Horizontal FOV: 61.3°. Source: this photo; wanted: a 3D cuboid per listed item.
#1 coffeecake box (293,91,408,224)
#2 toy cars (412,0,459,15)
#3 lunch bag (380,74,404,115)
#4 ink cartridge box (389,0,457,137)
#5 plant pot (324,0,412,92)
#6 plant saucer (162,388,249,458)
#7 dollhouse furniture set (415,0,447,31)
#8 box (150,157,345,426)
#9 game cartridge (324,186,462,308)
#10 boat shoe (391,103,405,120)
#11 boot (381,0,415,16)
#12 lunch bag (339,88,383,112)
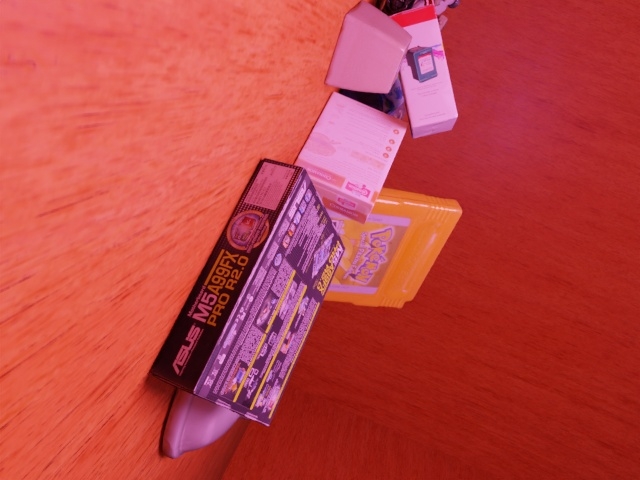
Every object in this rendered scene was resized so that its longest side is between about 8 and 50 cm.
[{"bbox_3d":[0.047,-0.140,0.905,0.068,0.142,0.185,109,6,-62],"label":"coffeecake box"},{"bbox_3d":[0.244,-0.553,1.401,0.394,0.176,0.087,104,-28,-71],"label":"toy cars"},{"bbox_3d":[0.108,-0.290,1.112,0.151,0.096,0.129,-22,-163,47],"label":"lunch bag"},{"bbox_3d":[0.170,-0.303,0.921,0.134,0.078,0.231,-14,92,-80],"label":"ink cartridge box"},{"bbox_3d":[0.079,-0.286,0.824,0.109,0.096,0.109,-63,174,-52],"label":"plant pot"},{"bbox_3d":[-0.113,0.171,0.877,0.400,0.100,0.400,24,90,-87],"label":"plant saucer"},{"bbox_3d":[0.205,-0.506,1.166,0.151,0.144,0.123,-53,173,5],"label":"dollhouse furniture set"},{"bbox_3d":[-0.067,0.072,0.657,0.270,0.060,0.216,-66,156,-18],"label":"box"},{"bbox_3d":[0.078,0.018,1.069,0.053,0.323,0.285,-101,-156,-48],"label":"game cartridge"},{"bbox_3d":[0.200,-0.404,1.662,0.132,0.130,0.355,99,14,-76],"label":"boat shoe"},{"bbox_3d":[0.138,-0.421,0.984,0.229,0.091,0.263,-59,173,27],"label":"boot"},{"bbox_3d":[0.067,-0.238,1.009,0.067,0.098,0.065,106,-10,-53],"label":"lunch bag"}]
